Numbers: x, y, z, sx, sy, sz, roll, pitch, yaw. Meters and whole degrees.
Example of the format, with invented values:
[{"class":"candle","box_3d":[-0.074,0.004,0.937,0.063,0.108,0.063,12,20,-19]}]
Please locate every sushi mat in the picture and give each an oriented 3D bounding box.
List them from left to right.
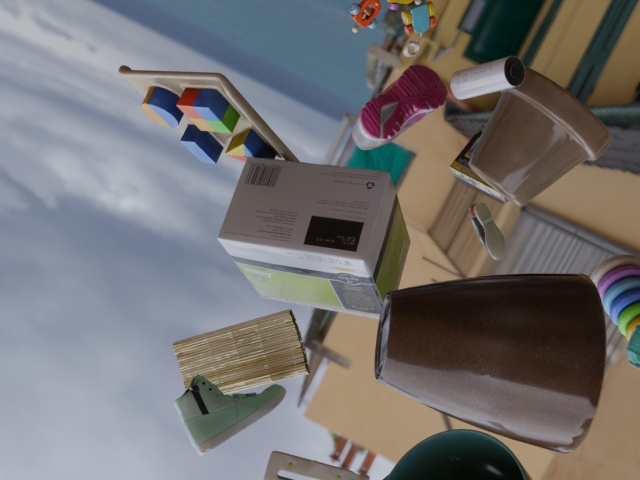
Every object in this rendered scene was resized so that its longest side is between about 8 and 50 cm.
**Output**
[{"class":"sushi mat","box_3d":[-0.183,0.265,1.863,0.317,0.151,0.019,-17,179,19]}]

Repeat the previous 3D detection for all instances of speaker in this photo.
[{"class":"speaker","box_3d":[0.297,-0.290,1.468,0.055,0.055,0.136,21,166,-32]}]

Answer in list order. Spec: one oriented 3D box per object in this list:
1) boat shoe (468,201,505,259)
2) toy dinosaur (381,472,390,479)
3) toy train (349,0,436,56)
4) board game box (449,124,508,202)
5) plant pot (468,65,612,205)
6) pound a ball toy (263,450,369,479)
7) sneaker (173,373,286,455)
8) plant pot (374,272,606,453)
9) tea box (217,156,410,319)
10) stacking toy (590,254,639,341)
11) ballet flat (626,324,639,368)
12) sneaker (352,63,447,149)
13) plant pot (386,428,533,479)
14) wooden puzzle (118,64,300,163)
[{"class":"boat shoe","box_3d":[0.370,-0.019,1.833,0.049,0.137,0.043,-22,177,-23]},{"class":"toy dinosaur","box_3d":[0.120,0.539,1.759,0.053,0.183,0.092,41,176,2]},{"class":"toy train","box_3d":[0.128,-0.404,1.461,0.166,0.125,0.046,23,-157,-38]},{"class":"board game box","box_3d":[0.431,-0.191,2.037,0.170,0.141,0.048,35,173,35]},{"class":"plant pot","box_3d":[0.441,-0.206,1.749,0.263,0.229,0.263,40,-174,-5]},{"class":"pound a ball toy","box_3d":[-0.010,0.729,2.445,0.319,0.135,0.208,15,167,0]},{"class":"sneaker","box_3d":[-0.190,0.327,1.735,0.256,0.094,0.151,-25,-100,-44]},{"class":"plant pot","box_3d":[0.186,0.130,0.979,0.231,0.215,0.215,8,-171,-3]},{"class":"tea box","box_3d":[0.000,0.000,1.823,0.329,0.220,0.323,9,154,19]},{"class":"stacking toy","box_3d":[0.733,0.184,1.869,0.141,0.141,0.330,23,-147,-23]},{"class":"ballet flat","box_3d":[0.641,0.168,1.391,0.247,0.087,0.083,-1,-163,-9]},{"class":"sneaker","box_3d":[0.148,-0.263,1.631,0.103,0.252,0.111,56,149,0]},{"class":"plant pot","box_3d":[0.282,0.518,1.459,0.235,0.293,0.293,44,175,-38]},{"class":"wooden puzzle","box_3d":[-0.252,-0.255,1.815,0.348,0.080,0.322,15,161,36]}]
